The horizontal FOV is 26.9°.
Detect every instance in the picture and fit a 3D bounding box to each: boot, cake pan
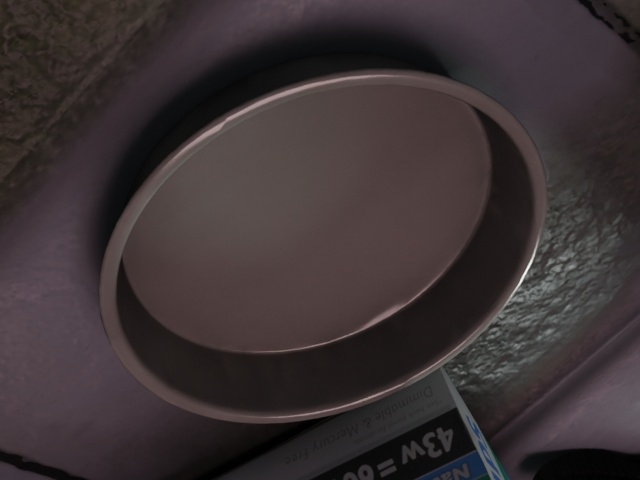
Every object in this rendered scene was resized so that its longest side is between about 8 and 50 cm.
[{"bbox_3d":[0.247,0.257,1.186,0.198,0.077,0.137,9,132,-28],"label":"boot"},{"bbox_3d":[0.000,0.000,0.853,0.293,0.054,0.293,-12,134,-13],"label":"cake pan"}]

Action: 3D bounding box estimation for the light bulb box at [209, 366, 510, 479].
[{"bbox_3d":[0.030,0.342,1.060,0.358,0.225,0.361,-27,135,4],"label":"light bulb box"}]
